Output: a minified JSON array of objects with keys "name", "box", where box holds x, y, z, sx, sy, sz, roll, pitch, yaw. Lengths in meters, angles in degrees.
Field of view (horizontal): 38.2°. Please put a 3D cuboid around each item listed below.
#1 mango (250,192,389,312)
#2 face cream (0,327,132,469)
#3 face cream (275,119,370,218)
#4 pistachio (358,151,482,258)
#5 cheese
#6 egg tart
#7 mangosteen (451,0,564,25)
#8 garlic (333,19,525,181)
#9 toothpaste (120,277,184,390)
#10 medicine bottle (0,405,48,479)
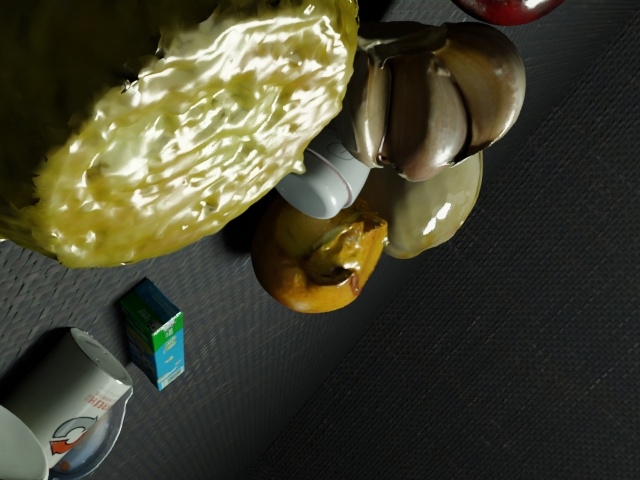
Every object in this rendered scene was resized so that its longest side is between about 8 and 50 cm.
[{"name":"mango","box":[0.000,0.000,1.351,0.199,0.201,0.350,-7,180,2]},{"name":"face cream","box":[-0.323,0.209,1.051,0.214,0.096,0.096,-46,168,-2]},{"name":"face cream","box":[0.002,-0.094,1.156,0.104,0.117,0.117,-53,171,-20]},{"name":"pistachio","box":[0.150,-0.113,1.423,0.166,0.197,0.288,-30,129,-77]},{"name":"cheese","box":[-0.318,0.246,1.137,0.244,0.135,0.052,-46,141,11]},{"name":"egg tart","box":[-0.106,-0.109,0.565,0.388,0.169,0.388,-35,160,-14]},{"name":"mangosteen","box":[0.202,-0.324,0.970,0.200,0.200,0.200,-45,168,-12]},{"name":"garlic","box":[0.119,-0.174,1.061,0.160,0.214,0.191,-92,173,-59]},{"name":"toothpaste","box":[-0.222,0.132,1.237,0.050,0.065,0.266,-39,167,-21]},{"name":"medicine bottle","box":[-0.401,0.285,0.912,0.258,0.143,0.143,-49,168,5]}]
